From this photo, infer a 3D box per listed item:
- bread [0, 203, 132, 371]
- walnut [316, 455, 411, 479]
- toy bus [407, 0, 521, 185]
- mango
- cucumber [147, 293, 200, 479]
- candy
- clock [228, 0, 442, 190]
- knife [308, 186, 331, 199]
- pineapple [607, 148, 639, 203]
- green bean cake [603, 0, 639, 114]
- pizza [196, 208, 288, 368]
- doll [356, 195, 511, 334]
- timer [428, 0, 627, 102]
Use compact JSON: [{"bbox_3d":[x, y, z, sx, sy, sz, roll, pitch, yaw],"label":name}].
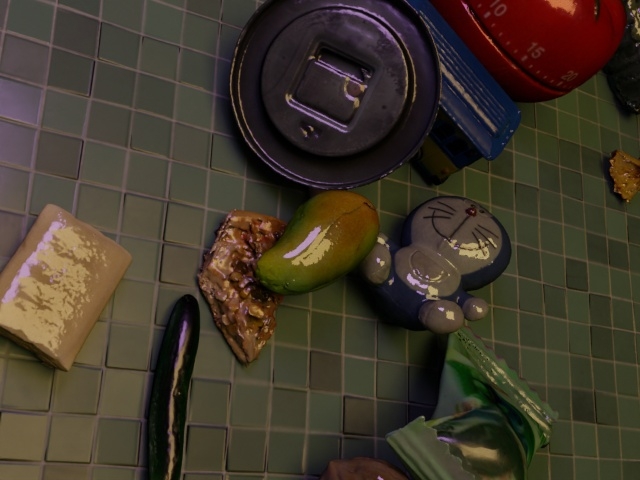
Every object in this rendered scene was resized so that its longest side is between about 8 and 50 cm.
[{"bbox_3d":[-0.337,0.058,1.091,0.139,0.060,0.178,38,59,-19],"label":"bread"},{"bbox_3d":[0.073,0.403,1.193,0.178,0.178,0.230,-35,95,-34],"label":"walnut"},{"bbox_3d":[0.178,-0.248,1.437,0.287,0.175,0.138,46,56,-13],"label":"toy bus"},{"bbox_3d":[0.000,0.000,1.234,0.233,0.111,0.125,-27,94,-39],"label":"mango"},{"bbox_3d":[-0.198,0.201,1.145,0.056,0.056,0.284,17,63,-28],"label":"cucumber"},{"bbox_3d":[0.247,0.284,1.301,0.263,0.172,0.398,52,35,-5],"label":"candy"},{"bbox_3d":[0.022,-0.234,1.291,0.319,0.066,0.318,0,92,5],"label":"clock"},{"bbox_3d":[-0.024,-0.155,1.376,0.081,0.043,0.335,-9,75,-29],"label":"knife"},{"bbox_3d":[0.652,-0.146,1.777,0.114,0.077,0.114,-30,98,-48],"label":"pineapple"},{"bbox_3d":[0.724,-0.412,1.865,0.241,0.132,0.255,-17,86,-38],"label":"green bean cake"},{"bbox_3d":[-0.100,0.054,1.240,0.147,0.069,0.226,36,60,-22],"label":"pizza"},{"bbox_3d":[0.193,0.033,1.373,0.228,0.154,0.258,35,65,21],"label":"doll"},{"bbox_3d":[0.354,-0.429,1.523,0.378,0.279,0.378,25,48,-31],"label":"timer"}]
